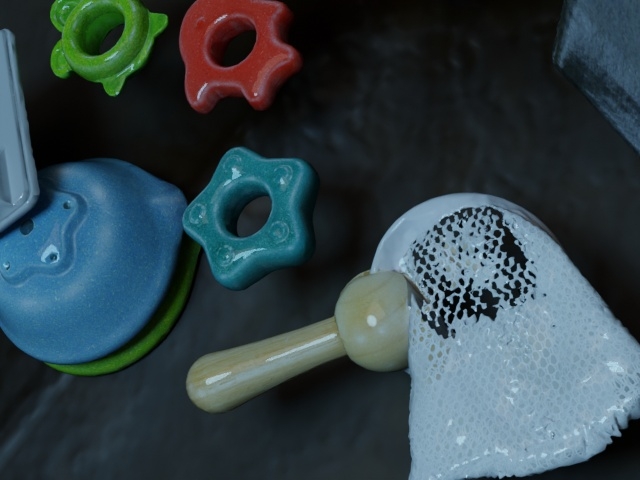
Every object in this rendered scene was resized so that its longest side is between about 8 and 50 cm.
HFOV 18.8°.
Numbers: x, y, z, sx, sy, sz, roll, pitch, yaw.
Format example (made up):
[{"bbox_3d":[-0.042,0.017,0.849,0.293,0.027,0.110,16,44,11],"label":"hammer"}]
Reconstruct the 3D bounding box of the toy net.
[{"bbox_3d":[0.000,0.000,0.550,0.232,0.045,0.122,18,79,32],"label":"toy net"}]

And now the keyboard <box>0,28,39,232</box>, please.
[{"bbox_3d":[-0.185,0.026,0.635,0.256,0.014,0.072,-35,43,25],"label":"keyboard"}]

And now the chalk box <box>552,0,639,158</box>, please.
[{"bbox_3d":[0.163,-0.027,0.354,0.132,0.132,0.213,-30,64,-18],"label":"chalk box"}]
